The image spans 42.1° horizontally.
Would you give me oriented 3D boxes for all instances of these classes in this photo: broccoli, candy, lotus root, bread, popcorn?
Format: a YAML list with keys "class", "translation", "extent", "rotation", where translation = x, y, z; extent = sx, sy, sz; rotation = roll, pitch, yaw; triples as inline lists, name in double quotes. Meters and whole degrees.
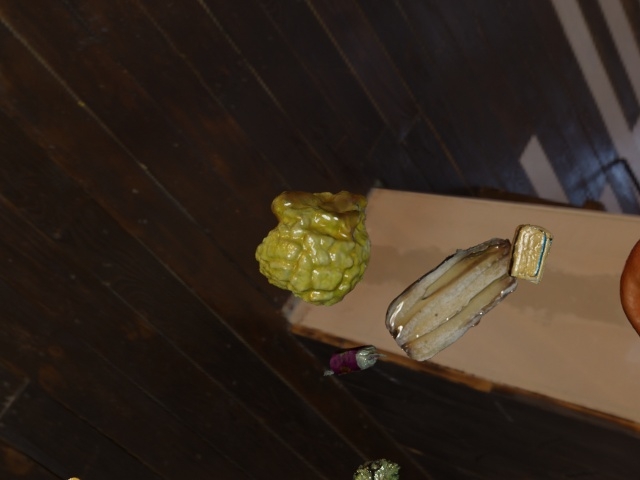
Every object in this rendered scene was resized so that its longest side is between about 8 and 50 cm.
- class: "broccoli"
  translation: [0.157, 0.614, 1.959]
  extent: [0.122, 0.204, 0.118]
  rotation: [0, 134, -39]
- class: "candy"
  translation: [0.053, 0.196, 1.370]
  extent: [0.045, 0.175, 0.043]
  rotation: [-15, 84, -35]
- class: "lotus root"
  translation: [0.276, 0.107, 1.749]
  extent: [0.329, 0.078, 0.167]
  rotation: [-34, 106, -8]
- class: "bread"
  translation: [0.390, 0.022, 1.552]
  extent: [0.053, 0.072, 0.106]
  rotation: [4, 101, -70]
- class: "popcorn"
  translation: [0.000, 0.000, 1.639]
  extent: [0.237, 0.205, 0.252]
  rotation: [35, 76, -31]

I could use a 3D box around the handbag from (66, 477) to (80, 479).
- class: "handbag"
  translation: [-0.264, 0.285, 0.842]
  extent: [0.061, 0.083, 0.027]
  rotation: [-18, 123, -12]

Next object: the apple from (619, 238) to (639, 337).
- class: "apple"
  translation: [0.590, 0.086, 1.284]
  extent: [0.206, 0.272, 0.252]
  rotation: [-19, 142, -5]
